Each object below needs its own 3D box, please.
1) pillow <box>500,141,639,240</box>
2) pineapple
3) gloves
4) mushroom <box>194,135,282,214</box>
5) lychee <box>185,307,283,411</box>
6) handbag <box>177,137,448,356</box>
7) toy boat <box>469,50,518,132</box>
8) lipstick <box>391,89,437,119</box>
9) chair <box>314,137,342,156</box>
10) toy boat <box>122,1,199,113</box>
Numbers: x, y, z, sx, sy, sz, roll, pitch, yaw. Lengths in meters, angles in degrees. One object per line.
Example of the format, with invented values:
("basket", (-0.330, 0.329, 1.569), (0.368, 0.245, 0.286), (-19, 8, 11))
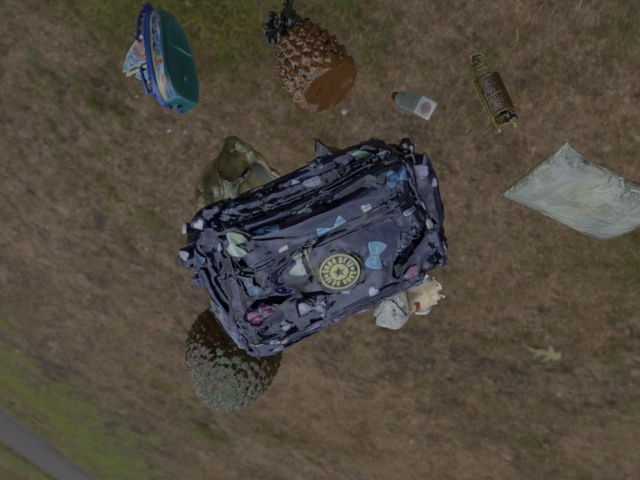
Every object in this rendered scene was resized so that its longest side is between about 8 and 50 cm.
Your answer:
("pillow", (0.438, -0.072, 0.956), (0.230, 0.050, 0.148), (24, 139, -13))
("pineapple", (-0.057, -0.549, 1.637), (0.357, 0.223, 0.223), (61, 152, 21))
("gloves", (0.154, 0.110, 1.035), (0.070, 0.115, 0.153), (62, 160, 19))
("mushroom", (-0.136, -0.026, 1.030), (0.212, 0.217, 0.292), (22, 169, 30))
("lychee", (-0.226, 0.288, 1.500), (0.270, 0.319, 0.270), (34, -177, -2))
("handbag", (0.000, 0.000, 0.560), (0.113, 0.260, 0.161), (-128, 16, -72))
("toy boat", (0.444, -0.388, 1.495), (0.068, 0.225, 0.088), (-19, 169, 1))
("lipstick", (0.141, -0.224, 0.931), (0.030, 0.030, 0.129), (23, -167, -24))
("chair", (0.024, -0.211, 1.824), (0.095, 0.104, 0.221), (-5, 114, -16))
("toy boat", (-0.242, -0.258, 0.825), (0.110, 0.174, 0.091), (-16, 169, 23))
